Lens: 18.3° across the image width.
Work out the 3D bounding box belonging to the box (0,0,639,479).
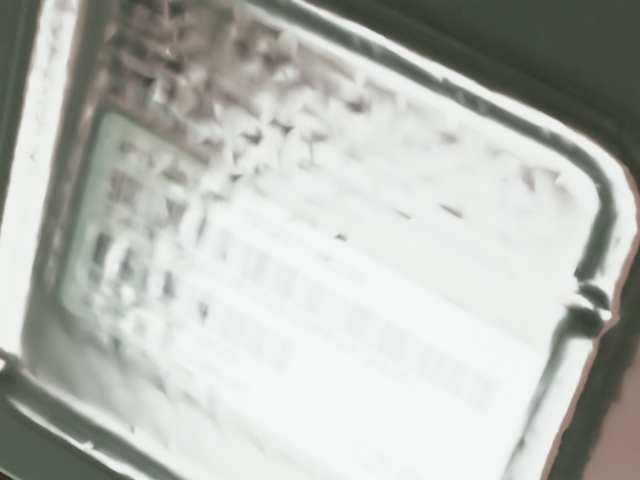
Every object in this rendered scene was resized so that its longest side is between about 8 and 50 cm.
[{"bbox_3d":[0.000,0.000,0.795,0.367,0.090,0.373,27,126,16],"label":"box"}]
